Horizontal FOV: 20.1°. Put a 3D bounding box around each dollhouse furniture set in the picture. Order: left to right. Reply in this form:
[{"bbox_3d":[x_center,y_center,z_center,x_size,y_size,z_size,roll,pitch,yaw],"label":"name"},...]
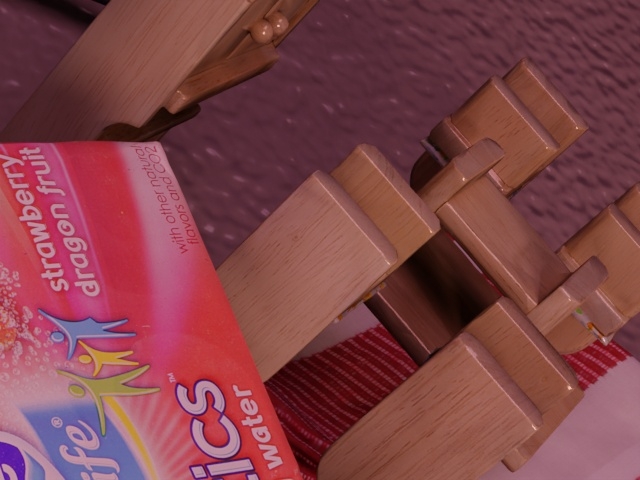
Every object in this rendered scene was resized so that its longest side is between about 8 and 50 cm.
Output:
[{"bbox_3d":[0.000,0.000,0.750,0.242,0.161,0.212,49,31,5],"label":"dollhouse furniture set"}]

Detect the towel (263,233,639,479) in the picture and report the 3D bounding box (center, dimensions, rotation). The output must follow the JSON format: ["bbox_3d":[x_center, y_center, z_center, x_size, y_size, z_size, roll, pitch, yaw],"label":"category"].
[{"bbox_3d":[0.116,0.112,0.769,0.329,0.037,0.237,38,33,24],"label":"towel"}]

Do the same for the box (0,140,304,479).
[{"bbox_3d":[-0.094,0.125,0.592,0.154,0.142,0.300,-2,58,-39],"label":"box"}]

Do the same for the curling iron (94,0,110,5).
[{"bbox_3d":[-0.201,-0.151,0.824,0.274,0.035,0.068,18,51,-25],"label":"curling iron"}]
